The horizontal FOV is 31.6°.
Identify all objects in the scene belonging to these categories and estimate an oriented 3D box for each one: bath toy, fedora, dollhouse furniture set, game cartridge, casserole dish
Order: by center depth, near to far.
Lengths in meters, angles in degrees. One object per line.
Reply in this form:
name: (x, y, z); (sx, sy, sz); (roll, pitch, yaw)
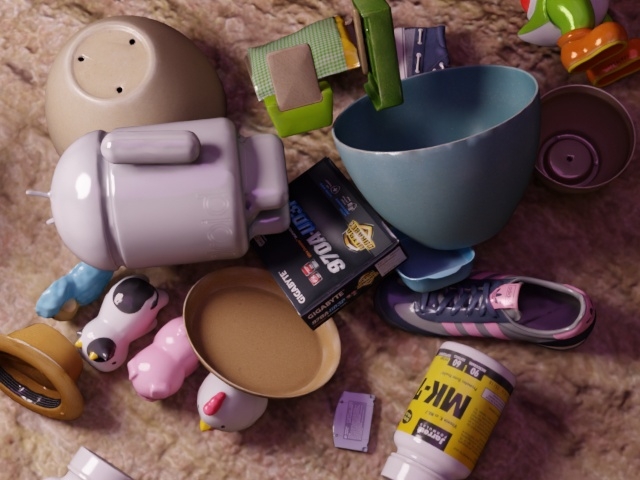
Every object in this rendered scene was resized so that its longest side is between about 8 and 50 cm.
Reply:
fedora: (-0.404, 0.174, 1.616); (0.194, 0.194, 0.079); (27, 52, 11)
bath toy: (-0.237, 0.162, 1.618); (0.348, 0.129, 0.151); (33, 108, 13)
game cartridge: (0.047, 0.260, 1.628); (0.056, 0.017, 0.083); (9, 73, 3)
casserole dish: (0.154, 0.021, 1.638); (0.114, 0.037, 0.188); (-18, 29, -7)
dollhouse furniture set: (-0.014, -0.299, 1.657); (0.197, 0.151, 0.301); (-15, 32, -3)

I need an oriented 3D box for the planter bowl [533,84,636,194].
planter bowl: (0.376, -0.136, 1.680); (0.162, 0.109, 0.162); (-1, 73, 3)

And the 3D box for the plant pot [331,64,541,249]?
plant pot: (0.180, -0.103, 1.597); (0.290, 0.290, 0.195); (-18, 115, -2)

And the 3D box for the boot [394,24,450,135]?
boot: (0.160, -0.250, 1.750); (0.086, 0.069, 0.190); (-5, 72, 8)

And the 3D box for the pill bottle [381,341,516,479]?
pill bottle: (0.175, 0.256, 1.566); (0.119, 0.119, 0.208); (27, 76, 11)

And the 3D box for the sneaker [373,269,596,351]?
sneaker: (0.234, 0.083, 1.610); (0.319, 0.131, 0.112); (4, 73, 5)

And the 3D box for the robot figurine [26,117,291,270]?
robot figurine: (-0.221, -0.064, 1.584); (0.353, 0.300, 0.199); (-6, 59, -2)

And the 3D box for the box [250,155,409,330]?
box: (0.000, 0.000, 1.641); (0.175, 0.051, 0.220); (-36, 49, 0)

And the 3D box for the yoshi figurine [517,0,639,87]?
yoshi figurine: (0.403, -0.433, 1.741); (0.203, 0.203, 0.362); (-14, 69, -17)

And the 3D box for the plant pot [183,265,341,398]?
plant pot: (-0.086, 0.135, 1.611); (0.236, 0.032, 0.236); (16, 42, -15)

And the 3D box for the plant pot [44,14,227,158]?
plant pot: (-0.296, -0.229, 1.712); (0.284, 0.191, 0.284); (-1, 72, 4)

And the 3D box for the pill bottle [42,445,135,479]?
pill bottle: (-0.357, 0.411, 1.543); (0.136, 0.136, 0.245); (31, 77, 12)
